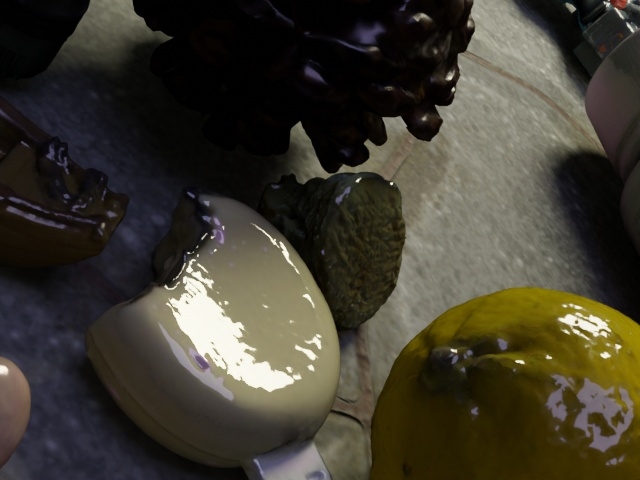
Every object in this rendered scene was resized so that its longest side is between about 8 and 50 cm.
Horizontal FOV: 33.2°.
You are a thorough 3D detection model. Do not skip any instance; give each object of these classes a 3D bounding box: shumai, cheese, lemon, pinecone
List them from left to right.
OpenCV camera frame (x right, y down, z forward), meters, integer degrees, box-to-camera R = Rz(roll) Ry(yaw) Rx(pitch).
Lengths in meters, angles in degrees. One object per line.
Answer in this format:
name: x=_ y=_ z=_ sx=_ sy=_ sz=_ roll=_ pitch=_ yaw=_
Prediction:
cheese: x=-0.029 y=0.087 z=0.633 sx=0.249 sy=0.071 sz=0.163 roll=47 pitch=38 yaw=4
pinecone: x=-0.009 y=-0.192 z=0.750 sx=0.242 sy=0.295 sz=0.298 roll=17 pitch=21 yaw=19
shumai: x=-0.001 y=0.001 z=0.744 sx=0.087 sy=0.123 sz=0.099 roll=18 pitch=49 yaw=31
lemon: x=0.127 y=0.125 z=0.637 sx=0.231 sy=0.192 sz=0.192 roll=51 pitch=29 yaw=-37

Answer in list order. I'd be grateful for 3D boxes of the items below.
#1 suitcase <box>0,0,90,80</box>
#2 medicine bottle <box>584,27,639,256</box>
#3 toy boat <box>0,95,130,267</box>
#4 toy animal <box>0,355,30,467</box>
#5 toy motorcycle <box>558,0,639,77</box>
suitcase: x=-0.235 y=-0.264 z=0.725 sx=0.202 sy=0.128 sz=0.312 roll=23 pitch=43 yaw=-23
medicine bottle: x=0.407 y=-0.060 z=1.031 sx=0.241 sy=0.241 sz=0.302 roll=8 pitch=50 yaw=-38
toy boat: x=-0.242 y=-0.098 z=0.574 sx=0.321 sy=0.121 sz=0.089 roll=37 pitch=32 yaw=-9
toy animal: x=-0.185 y=0.073 z=0.468 sx=0.124 sy=0.124 sz=0.212 roll=4 pitch=56 yaw=-40
toy motorcycle: x=0.305 y=-0.309 z=1.277 sx=0.182 sy=0.123 sz=0.272 roll=2 pitch=53 yaw=-54
